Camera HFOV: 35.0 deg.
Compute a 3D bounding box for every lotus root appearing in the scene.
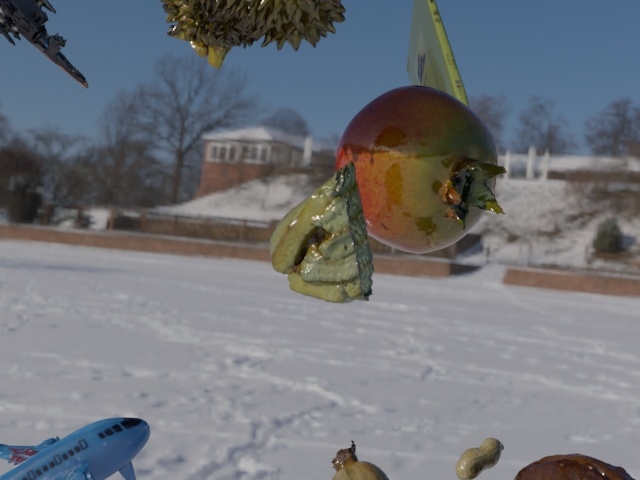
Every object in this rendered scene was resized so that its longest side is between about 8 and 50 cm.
[{"bbox_3d":[0.049,0.286,1.080,0.073,0.150,0.062,-19,-32,-12],"label":"lotus root"}]

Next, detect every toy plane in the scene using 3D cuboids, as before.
[{"bbox_3d":[-0.330,0.292,1.223,0.271,0.105,0.254,-18,21,-15],"label":"toy plane"},{"bbox_3d":[-0.331,-0.250,1.160,0.188,0.135,0.062,41,-35,-4],"label":"toy plane"}]

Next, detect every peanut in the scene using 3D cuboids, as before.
[{"bbox_3d":[0.205,0.280,1.299,0.083,0.037,0.037,-21,17,-37],"label":"peanut"}]

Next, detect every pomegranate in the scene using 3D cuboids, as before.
[{"bbox_3d":[0.136,-0.091,1.337,0.220,0.221,0.256,6,8,-36],"label":"pomegranate"}]

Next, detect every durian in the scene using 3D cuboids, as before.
[{"bbox_3d":[-0.070,-0.339,1.132,0.258,0.258,0.293,6,-23,-26],"label":"durian"}]

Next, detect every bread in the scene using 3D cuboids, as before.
[{"bbox_3d":[-0.002,-0.005,1.146,0.110,0.156,0.103,-5,8,19],"label":"bread"}]

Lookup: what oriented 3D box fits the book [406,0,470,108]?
[{"bbox_3d":[0.203,-0.269,1.775,0.035,0.352,0.239,-6,-36,-4],"label":"book"}]

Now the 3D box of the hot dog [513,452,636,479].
[{"bbox_3d":[0.271,0.432,1.153,0.174,0.388,0.267,32,-36,-12],"label":"hot dog"}]
